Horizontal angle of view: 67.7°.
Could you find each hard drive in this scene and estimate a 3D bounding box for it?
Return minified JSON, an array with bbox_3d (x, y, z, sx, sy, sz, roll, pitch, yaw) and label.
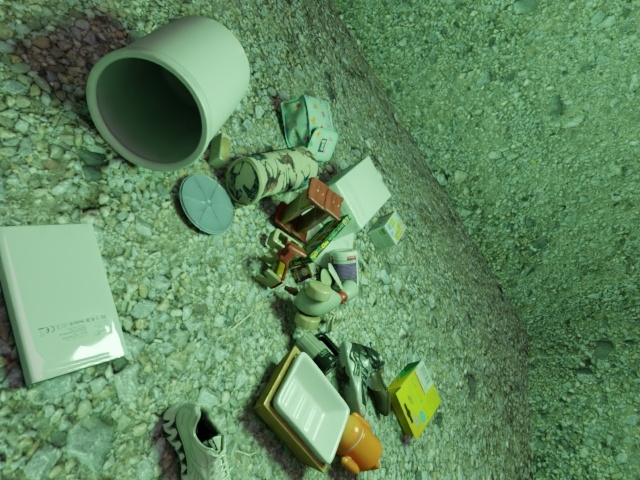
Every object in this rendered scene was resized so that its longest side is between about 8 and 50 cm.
[{"bbox_3d":[-0.553,0.122,1.020,0.210,0.040,0.318,-7,75,-57],"label":"hard drive"}]

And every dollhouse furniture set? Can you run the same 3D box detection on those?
[{"bbox_3d":[-0.064,-0.012,1.622,0.152,0.201,0.374,35,45,-25],"label":"dollhouse furniture set"}]

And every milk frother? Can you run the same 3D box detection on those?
[{"bbox_3d":[-0.020,0.389,1.565,0.135,0.143,0.129,44,23,21],"label":"milk frother"}]

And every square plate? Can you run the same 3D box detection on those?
[{"bbox_3d":[0.035,-0.031,1.955,0.344,0.049,0.347,41,40,-31],"label":"square plate"}]

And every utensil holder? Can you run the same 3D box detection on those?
[{"bbox_3d":[-0.399,-0.428,1.349,0.327,0.328,0.385,50,33,-23],"label":"utensil holder"}]

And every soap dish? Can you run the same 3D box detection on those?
[{"bbox_3d":[-0.052,0.496,1.409,0.290,0.118,0.229,54,35,-16],"label":"soap dish"}]

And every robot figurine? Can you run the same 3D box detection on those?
[{"bbox_3d":[0.111,0.650,1.538,0.158,0.128,0.219,-45,111,-18],"label":"robot figurine"}]

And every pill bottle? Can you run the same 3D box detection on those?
[{"bbox_3d":[0.093,0.132,1.835,0.108,0.108,0.193,-14,104,-57],"label":"pill bottle"}]

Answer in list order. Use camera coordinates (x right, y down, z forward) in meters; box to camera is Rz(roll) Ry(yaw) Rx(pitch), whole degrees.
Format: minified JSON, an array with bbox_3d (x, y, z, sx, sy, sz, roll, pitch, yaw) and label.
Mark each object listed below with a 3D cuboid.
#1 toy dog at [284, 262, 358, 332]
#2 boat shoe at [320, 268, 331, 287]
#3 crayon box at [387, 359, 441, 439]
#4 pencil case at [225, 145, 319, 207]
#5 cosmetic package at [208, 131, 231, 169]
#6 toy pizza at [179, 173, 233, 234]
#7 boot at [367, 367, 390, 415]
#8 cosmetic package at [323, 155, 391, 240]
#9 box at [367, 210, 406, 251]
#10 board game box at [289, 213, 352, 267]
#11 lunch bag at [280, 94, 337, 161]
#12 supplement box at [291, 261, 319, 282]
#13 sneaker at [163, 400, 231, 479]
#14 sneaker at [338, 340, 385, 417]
[{"bbox_3d":[-0.006,0.185,1.642,0.161,0.220,0.334,32,0,23],"label":"toy dog"},{"bbox_3d":[0.018,0.172,1.804,0.049,0.042,0.132,4,64,-32],"label":"boat shoe"},{"bbox_3d":[0.377,0.650,1.959,0.319,0.081,0.202,-19,85,-58],"label":"crayon box"},{"bbox_3d":[-0.163,-0.229,1.698,0.410,0.160,0.183,-27,117,-57],"label":"pencil case"},{"bbox_3d":[-0.336,-0.300,1.593,0.041,0.060,0.115,32,46,-41],"label":"cosmetic package"},{"bbox_3d":[-0.353,-0.109,1.468,0.201,0.032,0.201,32,45,-39],"label":"toy pizza"},{"bbox_3d":[0.192,0.554,1.790,0.106,0.082,0.219,-2,74,-32],"label":"boot"},{"bbox_3d":[0.133,-0.185,1.999,0.217,0.156,0.385,60,34,-9],"label":"cosmetic package"},{"bbox_3d":[0.327,-0.048,2.331,0.114,0.103,0.203,58,33,-11],"label":"box"},{"bbox_3d":[0.000,0.000,1.736,0.030,0.136,0.259,52,52,-12],"label":"board game box"},{"bbox_3d":[-0.041,-0.469,2.042,0.223,0.160,0.262,-10,88,-60],"label":"lunch bag"},{"bbox_3d":[-0.055,0.112,1.697,0.043,0.083,0.054,-13,79,-57],"label":"supplement box"},{"bbox_3d":[-0.263,0.511,1.107,0.110,0.118,0.292,-23,90,-59],"label":"sneaker"},{"bbox_3d":[0.161,0.483,1.693,0.153,0.101,0.268,1,61,-22],"label":"sneaker"}]
